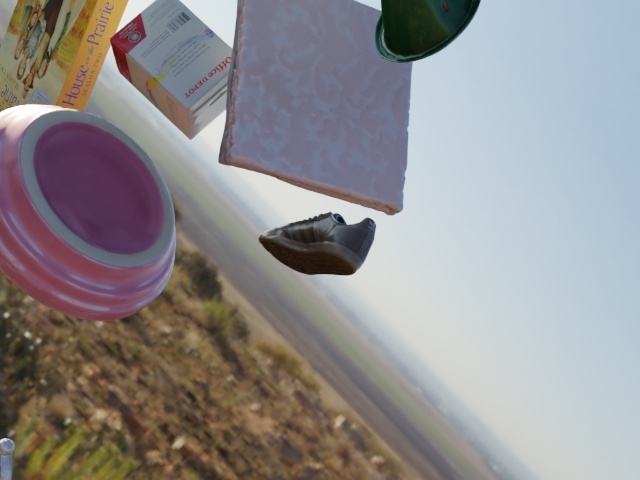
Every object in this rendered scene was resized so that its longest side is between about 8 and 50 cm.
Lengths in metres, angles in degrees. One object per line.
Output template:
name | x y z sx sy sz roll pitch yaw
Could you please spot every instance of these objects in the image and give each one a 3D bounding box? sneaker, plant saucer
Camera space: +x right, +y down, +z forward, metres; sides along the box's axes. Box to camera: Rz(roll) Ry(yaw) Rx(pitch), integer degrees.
sneaker | 0.000 0.000 1.253 0.188 0.071 0.066 10 -33 50
plant saucer | -0.323 -0.054 1.376 0.332 0.084 0.332 33 39 -32

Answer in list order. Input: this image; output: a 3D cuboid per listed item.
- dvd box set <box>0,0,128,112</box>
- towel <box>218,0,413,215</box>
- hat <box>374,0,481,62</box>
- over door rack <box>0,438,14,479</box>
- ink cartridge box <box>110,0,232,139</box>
dvd box set | -0.491 -0.338 1.813 0.062 0.420 0.307 12 21 -42
towel | 0.004 -0.229 1.552 0.317 0.332 0.053 14 -19 -27
hat | 0.106 -0.375 1.352 0.183 0.173 0.208 46 42 -39
over door rack | -0.514 0.273 1.236 0.239 0.108 0.324 1 25 -32
ink cartridge box | -0.225 -0.278 1.608 0.176 0.128 0.127 44 -16 10
